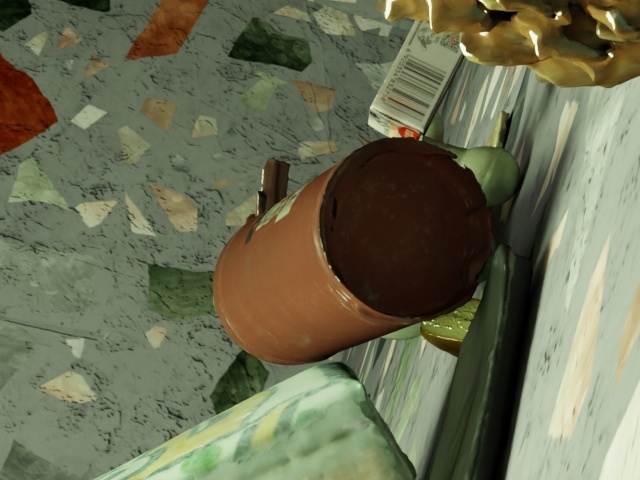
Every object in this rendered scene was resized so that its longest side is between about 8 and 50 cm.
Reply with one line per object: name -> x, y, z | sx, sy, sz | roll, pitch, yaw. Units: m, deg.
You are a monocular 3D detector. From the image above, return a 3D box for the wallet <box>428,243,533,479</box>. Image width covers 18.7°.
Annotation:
wallet -> 0.065, 0.145, 1.006 | 0.146, 0.030, 0.285 | 103, -176, -49

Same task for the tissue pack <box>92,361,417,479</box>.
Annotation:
tissue pack -> -0.090, 0.195, 1.217 | 0.128, 0.311, 0.228 | 62, 178, 1

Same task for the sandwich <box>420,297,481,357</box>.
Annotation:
sandwich -> 0.084, 0.053, 1.203 | 0.083, 0.044, 0.031 | 119, 173, -75

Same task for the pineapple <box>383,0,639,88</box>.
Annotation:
pineapple -> 0.004, -0.200, 0.740 | 0.223, 0.357, 0.223 | -164, 90, -86

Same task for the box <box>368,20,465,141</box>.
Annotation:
box -> 0.096, -0.167, 1.277 | 0.218, 0.040, 0.055 | -63, -5, -9

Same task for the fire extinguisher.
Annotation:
fire extinguisher -> 0.000, 0.000, 1.223 | 0.337, 0.106, 0.147 | 154, 123, -70

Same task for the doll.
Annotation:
doll -> 0.063, -0.008, 1.387 | 0.275, 0.113, 0.154 | 115, 170, -78

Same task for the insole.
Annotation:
insole -> 0.115, -0.011, 1.589 | 0.081, 0.011, 0.248 | -74, 1, -46
